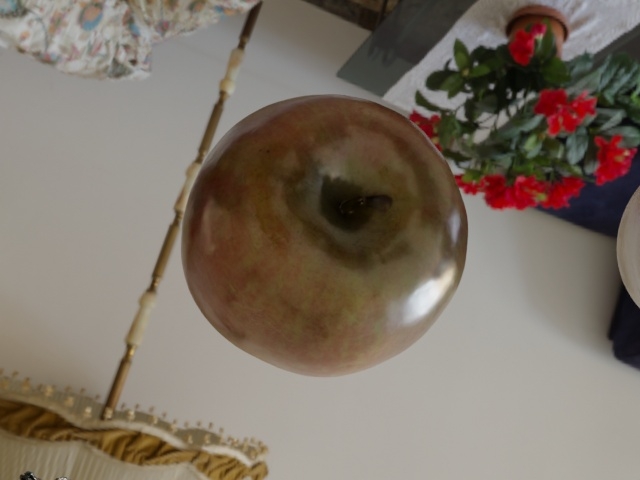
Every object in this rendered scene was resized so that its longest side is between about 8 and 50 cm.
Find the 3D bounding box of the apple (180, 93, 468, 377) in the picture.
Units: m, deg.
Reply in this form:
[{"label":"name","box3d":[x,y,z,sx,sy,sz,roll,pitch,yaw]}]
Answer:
[{"label":"apple","box3d":[0.000,0.000,0.465,0.188,0.188,0.174,17,156,-5]}]

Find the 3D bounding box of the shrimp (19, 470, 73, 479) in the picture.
[{"label":"shrimp","box3d":[-0.274,0.310,0.674,0.046,0.152,0.219,16,149,26]}]

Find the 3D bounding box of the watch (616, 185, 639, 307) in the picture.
[{"label":"watch","box3d":[0.419,-0.011,0.658,0.231,0.244,0.196,9,-173,10]}]
